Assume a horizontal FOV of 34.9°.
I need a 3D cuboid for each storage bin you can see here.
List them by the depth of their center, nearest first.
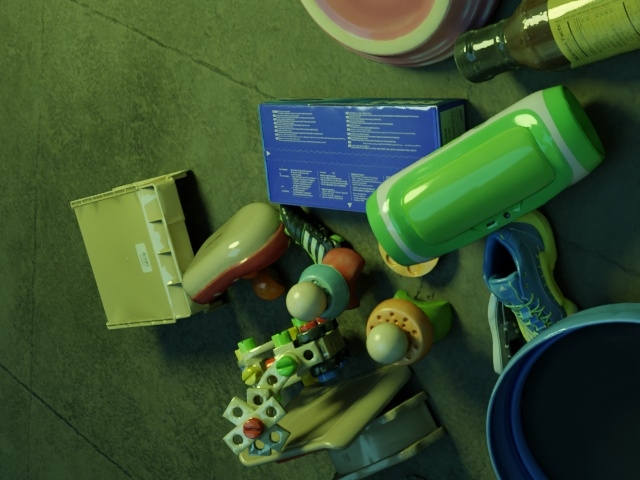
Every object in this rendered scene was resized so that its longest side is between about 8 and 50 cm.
[{"bbox_3d":[-0.319,0.019,1.911,0.260,0.123,0.262,-9,98,44],"label":"storage bin"}]

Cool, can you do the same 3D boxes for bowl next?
[{"bbox_3d":[0.405,0.253,1.273,0.391,0.077,0.391,12,119,22],"label":"bowl"}]

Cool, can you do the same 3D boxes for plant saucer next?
[{"bbox_3d":[0.080,-0.378,1.354,0.332,0.084,0.332,20,131,25],"label":"plant saucer"}]

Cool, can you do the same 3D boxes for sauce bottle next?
[{"bbox_3d":[0.315,-0.267,1.220,0.344,0.111,0.111,-10,98,46],"label":"sauce bottle"}]

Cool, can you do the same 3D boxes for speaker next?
[{"bbox_3d":[0.209,-0.079,1.317,0.296,0.131,0.131,-30,83,24],"label":"speaker"}]

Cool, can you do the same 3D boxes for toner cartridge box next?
[{"bbox_3d":[0.060,-0.130,1.532,0.348,0.075,0.165,8,109,41],"label":"toner cartridge box"}]

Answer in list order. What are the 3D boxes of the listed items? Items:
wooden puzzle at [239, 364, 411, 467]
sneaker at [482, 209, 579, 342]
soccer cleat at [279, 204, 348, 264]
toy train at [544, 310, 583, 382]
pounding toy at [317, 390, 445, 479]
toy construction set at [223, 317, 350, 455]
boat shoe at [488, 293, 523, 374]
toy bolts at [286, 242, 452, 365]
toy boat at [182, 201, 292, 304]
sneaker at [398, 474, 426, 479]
[{"bbox_3d":[0.011,0.285,1.629,0.239,0.221,0.044,-20,105,44],"label":"wooden puzzle"},{"bbox_3d":[0.273,0.081,1.370,0.091,0.126,0.240,-16,93,45],"label":"sneaker"},{"bbox_3d":[0.000,0.000,1.653,0.072,0.060,0.179,-38,84,34],"label":"soccer cleat"},{"bbox_3d":[0.372,0.138,1.330,0.166,0.046,0.125,-8,120,12],"label":"toy train"},{"bbox_3d":[0.085,0.362,1.648,0.269,0.154,0.155,-29,84,26],"label":"pounding toy"},{"bbox_3d":[-0.063,0.210,1.632,0.215,0.327,0.151,-23,102,10],"label":"toy construction set"},{"bbox_3d":[0.269,0.129,1.451,0.040,0.049,0.142,8,116,35],"label":"boat shoe"},{"bbox_3d":[0.064,0.068,1.510,0.228,0.158,0.218,10,109,27],"label":"toy bolts"},{"bbox_3d":[-0.121,0.044,1.743,0.151,0.151,0.231,39,136,-13],"label":"toy boat"},{"bbox_3d":[0.191,0.503,1.602,0.283,0.122,0.110,36,127,29],"label":"sneaker"}]
